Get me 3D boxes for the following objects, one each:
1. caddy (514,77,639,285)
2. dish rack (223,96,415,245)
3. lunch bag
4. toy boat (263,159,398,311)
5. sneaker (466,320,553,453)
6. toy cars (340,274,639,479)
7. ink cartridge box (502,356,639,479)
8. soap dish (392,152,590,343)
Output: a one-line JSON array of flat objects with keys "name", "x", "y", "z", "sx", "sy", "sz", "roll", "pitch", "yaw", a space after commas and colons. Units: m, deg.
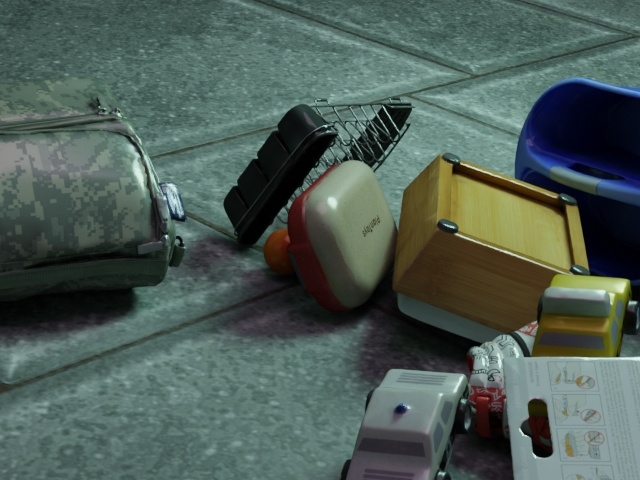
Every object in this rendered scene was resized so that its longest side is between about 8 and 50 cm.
[{"name": "caddy", "x": 0.385, "y": -0.079, "z": 1.880, "sx": 0.179, "sy": 0.241, "sz": 0.341, "roll": -3, "pitch": 16, "yaw": -31}, {"name": "dish rack", "x": 0.012, "y": -0.097, "z": 1.914, "sx": 0.272, "sy": 0.208, "sz": 0.074, "roll": -8, "pitch": 56, "yaw": -49}, {"name": "lunch bag", "x": -0.334, "y": -0.038, "z": 1.689, "sx": 0.305, "sy": 0.212, "sz": 0.256, "roll": -7, "pitch": 43, "yaw": -26}, {"name": "toy boat", "x": 0.000, "y": 0.000, "z": 1.786, "sx": 0.151, "sy": 0.151, "sz": 0.231, "roll": -16, "pitch": 14, "yaw": 26}, {"name": "sneaker", "x": 0.232, "y": 0.187, "z": 1.457, "sx": 0.145, "sy": 0.090, "sz": 0.270, "roll": -17, "pitch": 40, "yaw": -2}, {"name": "toy cars", "x": 0.165, "y": 0.129, "z": 1.402, "sx": 0.394, "sy": 0.087, "sz": 0.176, "roll": -28, "pitch": 40, "yaw": -20}, {"name": "ink cartridge box", "x": 0.283, "y": 0.180, "z": 1.294, "sx": 0.232, "sy": 0.066, "sz": 0.189, "roll": -5, "pitch": 38, "yaw": 6}, {"name": "soap dish", "x": 0.207, "y": 0.013, "z": 1.739, "sx": 0.229, "sy": 0.118, "sz": 0.291, "roll": 20, "pitch": 25, "yaw": -3}]
